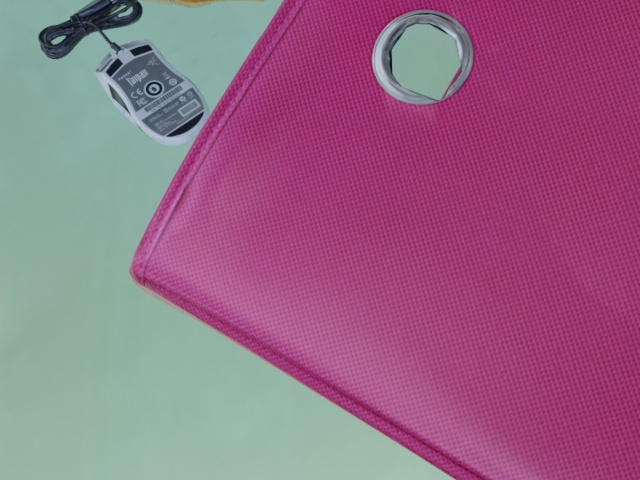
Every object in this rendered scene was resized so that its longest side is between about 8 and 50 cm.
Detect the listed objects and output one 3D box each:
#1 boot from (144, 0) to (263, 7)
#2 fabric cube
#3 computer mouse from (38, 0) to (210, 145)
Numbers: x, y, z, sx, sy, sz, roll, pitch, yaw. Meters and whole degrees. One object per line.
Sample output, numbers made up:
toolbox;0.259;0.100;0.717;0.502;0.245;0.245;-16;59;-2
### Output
boot;-0.133;-0.427;1.536;0.211;0.295;0.104;2;149;13
fabric cube;0.120;-0.004;0.509;0.258;0.259;0.254;30;85;18
computer mouse;-0.179;-0.155;1.102;0.106;0.042;0.193;-34;70;-16
